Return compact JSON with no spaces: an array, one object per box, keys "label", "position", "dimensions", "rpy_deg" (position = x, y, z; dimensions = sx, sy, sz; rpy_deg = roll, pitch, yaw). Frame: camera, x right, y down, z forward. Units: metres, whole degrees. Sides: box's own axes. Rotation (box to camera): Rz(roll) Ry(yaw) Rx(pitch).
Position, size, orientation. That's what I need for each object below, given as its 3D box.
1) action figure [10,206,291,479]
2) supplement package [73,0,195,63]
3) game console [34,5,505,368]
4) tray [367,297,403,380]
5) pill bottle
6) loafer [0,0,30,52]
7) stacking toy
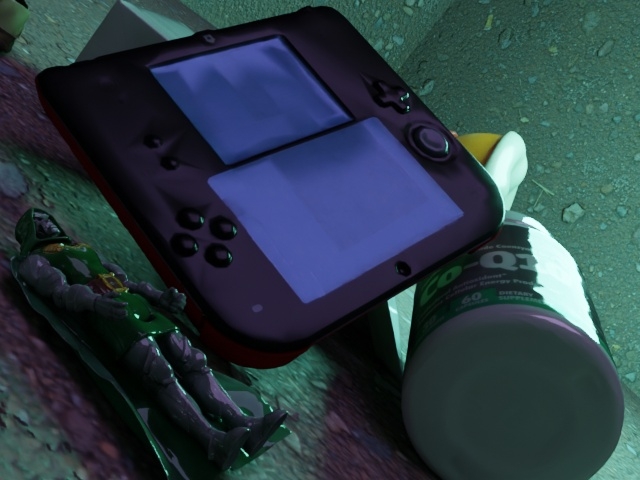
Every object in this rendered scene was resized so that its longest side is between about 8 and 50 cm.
[{"label":"action figure","position":[-0.127,0.057,0.539],"dimensions":[0.232,0.064,0.137],"rpy_deg":[39,14,18]},{"label":"supplement package","position":[-0.167,-0.150,0.960],"dimensions":[0.194,0.149,0.203],"rpy_deg":[40,11,1]},{"label":"game console","position":[-0.024,-0.081,0.795],"dimensions":[0.386,0.060,0.342],"rpy_deg":[-25,73,-39]},{"label":"tray","position":[0.077,0.069,1.053],"dimensions":[0.270,0.030,0.145],"rpy_deg":[-72,152,-78]},{"label":"pill bottle","position":[0.200,0.099,0.902],"dimensions":[0.204,0.204,0.361],"rpy_deg":[38,21,-5]},{"label":"loafer","position":[-0.382,-0.268,0.986],"dimensions":[0.056,0.050,0.148],"rpy_deg":[33,13,-29]},{"label":"stacking toy","position":[0.156,-0.124,1.718],"dimensions":[0.479,0.351,0.350],"rpy_deg":[23,6,18]}]
